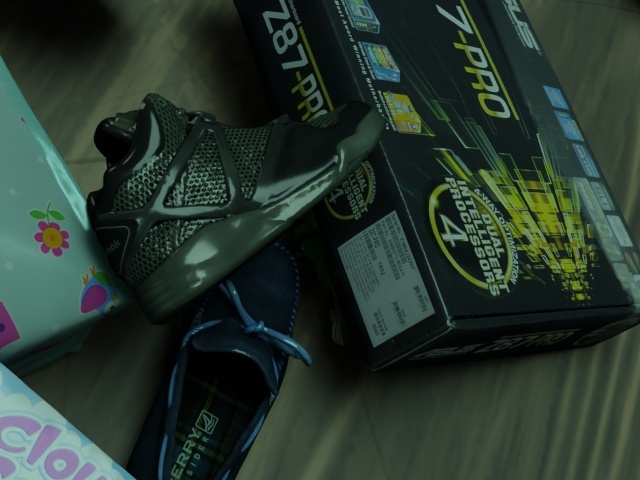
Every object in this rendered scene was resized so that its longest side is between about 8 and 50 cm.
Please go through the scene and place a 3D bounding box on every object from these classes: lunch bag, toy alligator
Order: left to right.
[{"bbox_3d":[-0.283,-0.020,0.723,0.223,0.160,0.262,-24,82,-36],"label":"lunch bag"},{"bbox_3d":[0.000,0.000,0.936,0.051,0.056,0.189,-4,57,14],"label":"toy alligator"}]

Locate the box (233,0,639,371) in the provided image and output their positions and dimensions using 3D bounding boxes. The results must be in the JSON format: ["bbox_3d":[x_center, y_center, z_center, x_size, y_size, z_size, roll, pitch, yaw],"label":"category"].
[{"bbox_3d":[0.102,-0.093,0.972,0.318,0.097,0.395,3,60,-48],"label":"box"}]

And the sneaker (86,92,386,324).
[{"bbox_3d":[-0.057,-0.057,0.746,0.227,0.087,0.130,-37,90,-31],"label":"sneaker"}]

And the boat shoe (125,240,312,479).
[{"bbox_3d":[-0.058,0.100,0.819,0.109,0.089,0.258,24,54,-15],"label":"boat shoe"}]

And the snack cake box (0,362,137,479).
[{"bbox_3d":[-0.133,0.199,0.675,0.264,0.152,0.089,41,62,-3],"label":"snack cake box"}]
